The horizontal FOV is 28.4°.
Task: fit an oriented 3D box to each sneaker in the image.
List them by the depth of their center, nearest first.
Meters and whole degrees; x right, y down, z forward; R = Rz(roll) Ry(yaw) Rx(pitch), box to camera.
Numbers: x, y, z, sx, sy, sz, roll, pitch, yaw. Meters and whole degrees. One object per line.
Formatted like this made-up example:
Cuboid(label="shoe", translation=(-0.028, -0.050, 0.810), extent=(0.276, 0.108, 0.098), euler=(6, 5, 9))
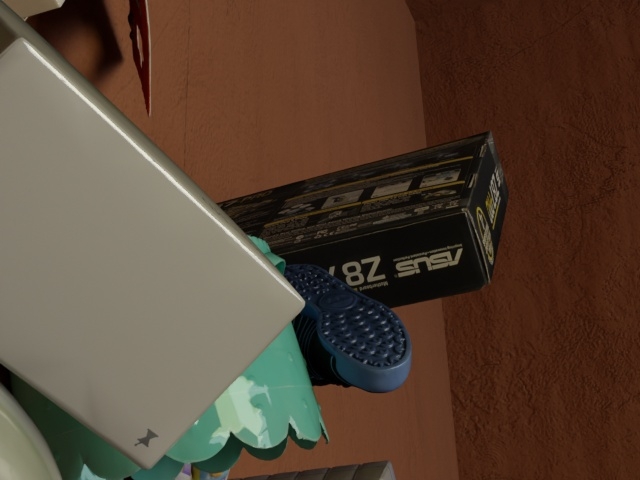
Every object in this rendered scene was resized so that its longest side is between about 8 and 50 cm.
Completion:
Cuboid(label="sneaker", translation=(0.016, 0.099, 1.161), extent=(0.232, 0.081, 0.090), euler=(-140, -138, -59))

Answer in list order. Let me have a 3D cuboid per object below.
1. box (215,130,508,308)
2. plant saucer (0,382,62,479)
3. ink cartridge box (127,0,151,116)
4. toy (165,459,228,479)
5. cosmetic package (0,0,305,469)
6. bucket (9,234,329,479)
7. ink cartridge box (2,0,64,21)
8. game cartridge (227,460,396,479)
Cuboid(label="box", translation=(0.000, 0.000, 1.404), extent=(0.318, 0.395, 0.097), euler=(-62, 136, -68))
Cuboid(label="plant saucer", translation=(-0.246, 0.234, 0.565), extent=(0.400, 0.100, 0.400), euler=(-23, 120, -45))
Cuboid(label="ink cartridge box", translation=(-0.236, -0.339, 1.267), extent=(0.308, 0.091, 0.385), euler=(-120, -155, -68))
Cuboid(label="toy", translation=(-0.124, 0.311, 1.249), extent=(0.137, 0.056, 0.237), euler=(45, 53, -62))
Cuboid(label="cosmetic package", translation=(-0.160, -0.023, 0.730), extent=(0.224, 0.138, 0.225), euler=(45, 0, -33))
Cuboid(label="bucket", translation=(-0.139, 0.114, 1.091), extent=(0.281, 0.281, 0.183), euler=(22, 54, -71))
Cuboid(label="ink cartridge box", translation=(-0.286, -0.267, 1.157), extent=(0.092, 0.090, 0.143), euler=(-79, 152, -54))
Cuboid(label="game cartridge", translation=(0.023, 0.431, 1.474), extent=(0.068, 0.230, 0.355), euler=(-57, 133, -69))
